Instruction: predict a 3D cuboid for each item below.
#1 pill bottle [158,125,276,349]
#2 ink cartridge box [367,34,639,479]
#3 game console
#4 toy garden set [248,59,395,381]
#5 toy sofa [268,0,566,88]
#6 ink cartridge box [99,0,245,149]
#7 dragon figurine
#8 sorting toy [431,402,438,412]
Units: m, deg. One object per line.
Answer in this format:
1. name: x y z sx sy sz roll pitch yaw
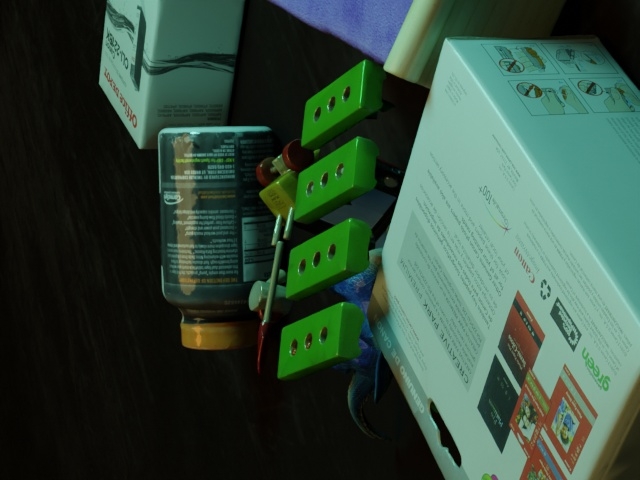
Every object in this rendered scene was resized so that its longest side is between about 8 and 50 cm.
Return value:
1. pill bottle: -0.114 -0.003 1.655 0.130 0.130 0.246 -171 79 -66
2. ink cartridge box: 0.164 0.055 1.025 0.309 0.130 0.272 -116 31 -42
3. game console: 0.041 -0.001 1.365 0.144 0.124 0.085 127 161 -55
4. toy garden set: 0.000 0.000 1.238 0.204 0.049 0.244 -28 52 60
5. toy sofa: 0.032 -0.233 1.193 0.150 0.177 0.362 -65 31 10
6. ink cartridge box: -0.179 -0.269 1.794 0.197 0.114 0.273 -127 40 -51
7. dragon figurine: 0.062 0.084 1.296 0.144 0.085 0.289 31 128 48
8. sorting toy: 0.145 0.254 1.100 0.127 0.126 0.366 130 131 -58
